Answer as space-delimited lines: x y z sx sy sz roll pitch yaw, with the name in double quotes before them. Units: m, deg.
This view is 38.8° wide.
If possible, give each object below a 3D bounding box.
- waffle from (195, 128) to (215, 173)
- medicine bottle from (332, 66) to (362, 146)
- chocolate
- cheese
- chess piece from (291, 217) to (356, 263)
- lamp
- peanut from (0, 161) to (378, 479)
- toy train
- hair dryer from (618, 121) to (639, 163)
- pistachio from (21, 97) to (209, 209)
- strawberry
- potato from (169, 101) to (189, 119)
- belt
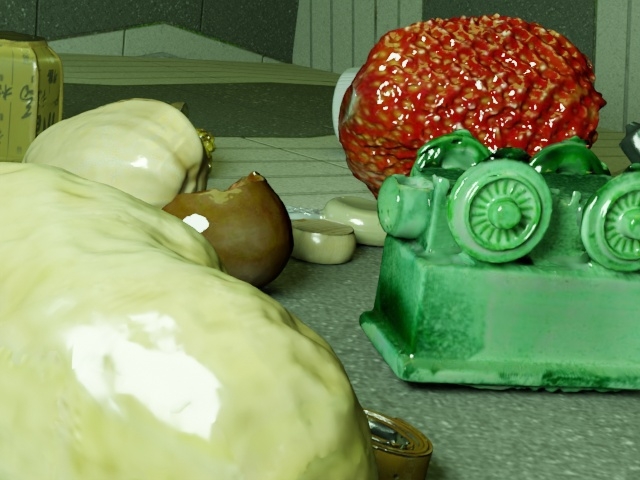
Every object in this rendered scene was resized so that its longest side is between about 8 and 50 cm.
"waffle" -0.257 -0.135 1.369 0.192 0.070 0.197 7 18 -4
"medicine bottle" 0.222 -0.244 1.682 0.394 0.243 0.242 7 14 22
"chocolate" -0.101 -0.005 0.871 0.133 0.124 0.127 -22 45 -25
"cheese" 0.028 -0.030 1.154 0.171 0.048 0.092 11 14 12
"chess piece" 0.000 0.000 1.053 0.083 0.038 0.084 5 17 -2
"lamp" -0.440 -0.193 1.263 0.161 0.185 0.161 5 17 -2
"peanut" -0.121 0.065 0.519 0.192 0.170 0.387 0 20 -41
"toy train" 0.172 0.014 0.768 0.265 0.202 0.145 4 15 -14
"hair dryer" 0.400 0.004 0.853 0.244 0.116 0.303 -12 66 -54
"pistachio" -0.231 -0.079 1.017 0.229 0.157 0.157 2 11 27
"strawberry" 0.180 -0.146 1.192 0.351 0.312 0.267 4 38 -35
"potato" -0.226 -0.195 1.388 0.037 0.036 0.093 11 18 2
"belt" 0.032 0.134 0.583 0.083 0.036 0.059 19 12 35
